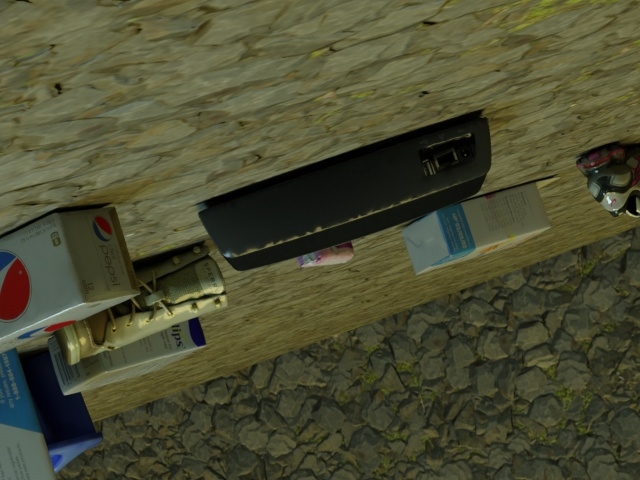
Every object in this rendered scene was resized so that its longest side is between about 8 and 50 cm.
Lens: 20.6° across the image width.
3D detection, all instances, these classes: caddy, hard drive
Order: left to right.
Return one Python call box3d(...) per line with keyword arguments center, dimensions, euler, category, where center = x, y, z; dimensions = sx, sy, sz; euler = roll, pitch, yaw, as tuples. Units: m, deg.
box3d(center=(-0.438, 0.264, 2.200), dimensions=(0.341, 0.179, 0.241), euler=(-22, 174, 24), category="caddy")
box3d(center=(0.026, -0.035, 1.531), dimensions=(0.254, 0.054, 0.172), euler=(-18, 174, -1), category="hard drive")

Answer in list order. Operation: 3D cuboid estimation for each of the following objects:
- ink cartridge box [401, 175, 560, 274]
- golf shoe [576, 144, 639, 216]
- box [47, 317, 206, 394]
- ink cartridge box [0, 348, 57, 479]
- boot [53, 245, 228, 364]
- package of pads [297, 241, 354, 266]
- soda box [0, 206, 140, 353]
box3d(center=(0.203, -0.019, 2.126), dimensions=(0.181, 0.062, 0.104), euler=(-16, 173, -24), category="ink cartridge box")
box3d(center=(0.353, -0.065, 2.064), dimensions=(0.067, 0.086, 0.186), euler=(-23, 173, 26), category="golf shoe")
box3d(center=(-0.224, 0.118, 2.035), dimensions=(0.137, 0.072, 0.126), euler=(-13, 171, -34), category="box")
box3d(center=(-0.438, 0.244, 1.826), dimensions=(0.307, 0.223, 0.129), euler=(-17, 175, -12), category="ink cartridge box")
box3d(center=(-0.171, 0.057, 1.666), dimensions=(0.165, 0.077, 0.213), euler=(-18, 179, -2), category="boot")
box3d(center=(0.000, 0.000, 1.770), dimensions=(0.032, 0.050, 0.083), euler=(-21, 172, 26), category="package of pads")
box3d(center=(-0.243, 0.043, 1.354), dimensions=(0.216, 0.074, 0.069), euler=(-23, 172, 34), category="soda box")
